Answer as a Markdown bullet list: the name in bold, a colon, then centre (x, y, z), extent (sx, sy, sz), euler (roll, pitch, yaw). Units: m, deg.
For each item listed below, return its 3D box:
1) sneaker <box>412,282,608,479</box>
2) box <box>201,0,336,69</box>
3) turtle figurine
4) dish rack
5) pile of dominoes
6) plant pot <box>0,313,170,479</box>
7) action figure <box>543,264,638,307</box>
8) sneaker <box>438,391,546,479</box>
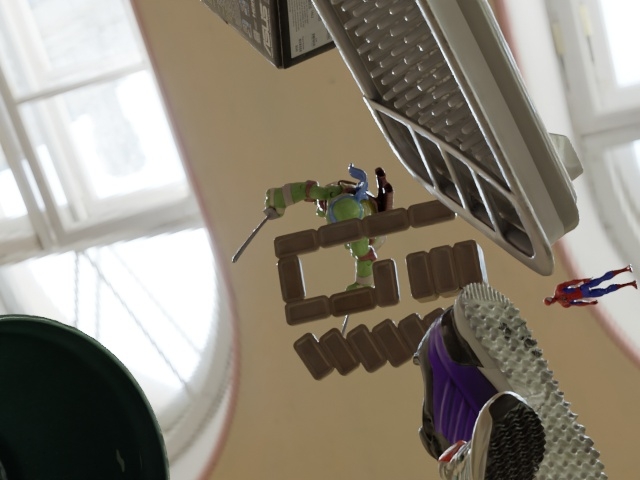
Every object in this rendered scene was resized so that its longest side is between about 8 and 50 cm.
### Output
- **sneaker**: centre (0.173, 0.201, 1.178), extent (0.102, 0.293, 0.146), euler (7, 141, -39)
- **box**: centre (-0.106, -0.437, 1.366), extent (0.097, 0.395, 0.318), euler (-28, -133, -24)
- **turtle figurine**: centre (0.000, 0.000, 1.817), extent (0.197, 0.275, 0.266), euler (20, -173, 8)
- **dish rack**: centre (0.078, -0.151, 0.899), extent (0.072, 0.333, 0.285), euler (-35, -150, -4)
- **pile of dominoes**: centre (0.077, 0.065, 1.459), extent (0.251, 0.196, 0.040), euler (-13, 161, 14)
- **plant pot**: centre (-0.311, 0.230, 1.081), extent (0.196, 0.293, 0.293), euler (-21, -168, 44)
- **action figure**: centre (0.334, 0.061, 1.491), extent (0.115, 0.038, 0.030), euler (-18, -162, 16)
- **sneaker**: centre (0.105, 0.153, 0.800), extent (0.057, 0.161, 0.075), euler (-33, -134, -24)
